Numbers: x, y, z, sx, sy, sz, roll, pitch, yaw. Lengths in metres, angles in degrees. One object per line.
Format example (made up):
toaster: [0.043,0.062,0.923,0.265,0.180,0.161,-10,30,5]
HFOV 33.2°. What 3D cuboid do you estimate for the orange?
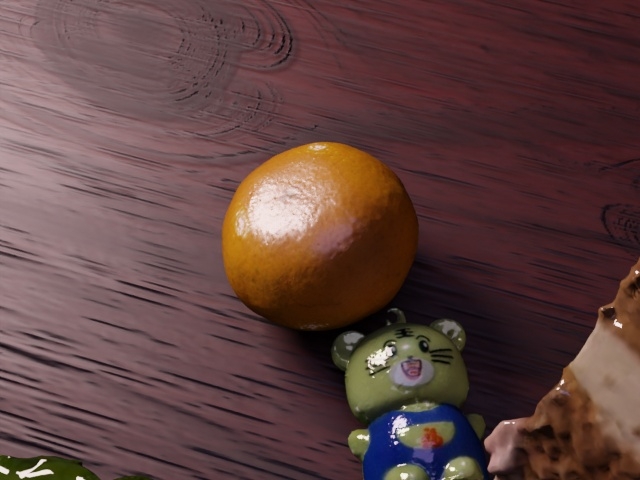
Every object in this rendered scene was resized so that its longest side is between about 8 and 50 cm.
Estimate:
orange: [0.000,0.000,0.841,0.156,0.124,0.156,-13,49,16]

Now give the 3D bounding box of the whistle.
whistle: [0.072,0.153,0.781,0.105,0.085,0.227,-7,63,-6]

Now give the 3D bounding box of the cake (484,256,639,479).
cake: [0.290,0.132,0.655,0.282,0.290,0.255,-19,59,-38]

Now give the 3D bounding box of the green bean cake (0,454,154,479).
green bean cake: [-0.228,0.284,0.646,0.319,0.218,0.335,6,64,4]
